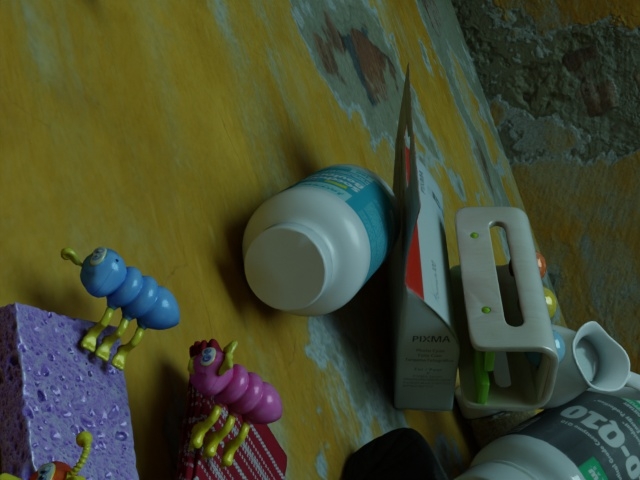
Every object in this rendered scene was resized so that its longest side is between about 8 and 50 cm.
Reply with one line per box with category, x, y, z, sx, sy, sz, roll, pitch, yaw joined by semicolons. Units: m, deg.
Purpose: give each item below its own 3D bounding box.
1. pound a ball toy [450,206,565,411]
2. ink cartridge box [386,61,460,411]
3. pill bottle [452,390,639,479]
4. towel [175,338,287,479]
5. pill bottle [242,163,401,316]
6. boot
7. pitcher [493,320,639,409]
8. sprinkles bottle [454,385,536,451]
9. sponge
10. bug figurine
pound a ball toy;0.255;0.101;1.350;0.319;0.135;0.208;-87;177;-49
ink cartridge box;0.148;-0.002;1.322;0.308;0.091;0.385;-88;180;-46
pill bottle;0.340;0.355;1.380;0.361;0.204;0.204;-17;84;-45
towel;-0.077;0.240;0.808;0.275;0.031;0.199;-88;159;-48
pill bottle;0.000;0.000;1.114;0.146;0.146;0.264;66;20;-6
boot;0.149;0.402;1.024;0.284;0.138;0.377;63;-2;-20
pitcher;0.359;0.192;1.390;0.178;0.207;0.125;34;65;-19
sprinkles bottle;0.342;0.394;1.597;0.355;0.121;0.121;68;21;2
sponge;-0.178;0.152;0.686;0.117;0.031;0.210;30;42;-59
bug figurine;-0.112;0.129;0.687;0.216;0.072;0.279;36;33;-30
